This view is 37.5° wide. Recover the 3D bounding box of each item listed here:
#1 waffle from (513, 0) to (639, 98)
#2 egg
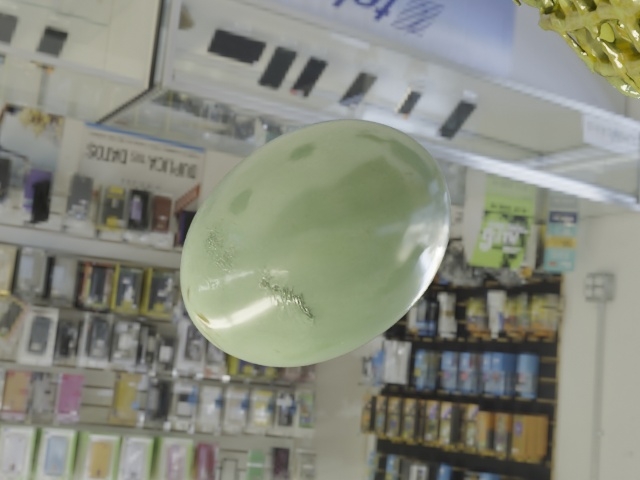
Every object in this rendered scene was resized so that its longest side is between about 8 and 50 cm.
[{"bbox_3d":[0.218,-0.215,0.660,0.297,0.073,0.317,44,168,27],"label":"waffle"},{"bbox_3d":[0.000,0.000,0.859,0.282,0.203,0.203,-34,-165,-33],"label":"egg"}]
